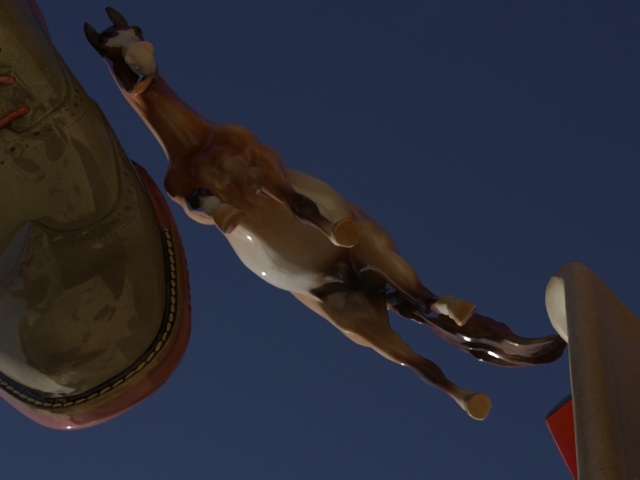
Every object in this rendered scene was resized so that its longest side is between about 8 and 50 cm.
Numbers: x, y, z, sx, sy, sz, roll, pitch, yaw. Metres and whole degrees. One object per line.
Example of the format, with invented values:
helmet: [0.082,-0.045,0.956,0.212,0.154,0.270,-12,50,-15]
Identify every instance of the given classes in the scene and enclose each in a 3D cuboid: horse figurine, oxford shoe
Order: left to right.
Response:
oxford shoe: [-0.168,-0.055,0.895,0.123,0.130,0.348,-32,-132,-4]
horse figurine: [0.000,0.000,0.927,0.263,0.174,0.066,35,-88,-32]

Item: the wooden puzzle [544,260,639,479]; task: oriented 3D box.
wooden puzzle: [0.199,0.185,0.786,0.080,0.348,0.322,-42,-79,13]
